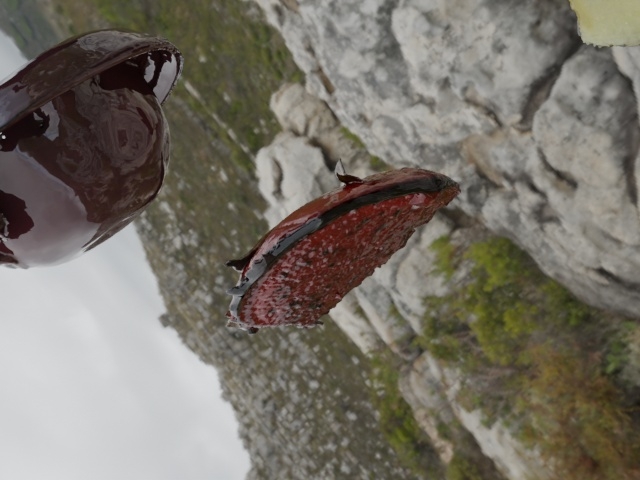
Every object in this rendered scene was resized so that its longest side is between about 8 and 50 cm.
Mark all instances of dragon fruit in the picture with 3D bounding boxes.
[{"bbox_3d":[0.000,0.000,0.904,0.282,0.343,0.100,2,-130,-57],"label":"dragon fruit"}]

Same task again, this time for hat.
[{"bbox_3d":[-0.153,-0.041,0.424,0.089,0.205,0.205,48,172,-6],"label":"hat"}]

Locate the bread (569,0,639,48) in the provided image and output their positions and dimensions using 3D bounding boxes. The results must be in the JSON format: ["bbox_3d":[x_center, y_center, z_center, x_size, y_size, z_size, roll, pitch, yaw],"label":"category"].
[{"bbox_3d":[0.273,-0.259,0.594,0.140,0.169,0.160,5,137,53],"label":"bread"}]
